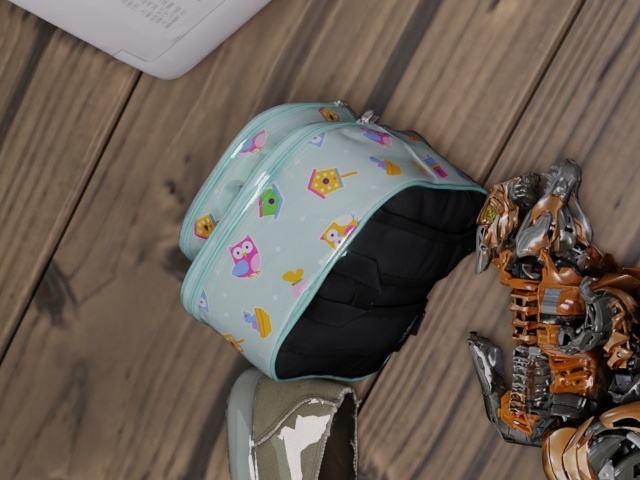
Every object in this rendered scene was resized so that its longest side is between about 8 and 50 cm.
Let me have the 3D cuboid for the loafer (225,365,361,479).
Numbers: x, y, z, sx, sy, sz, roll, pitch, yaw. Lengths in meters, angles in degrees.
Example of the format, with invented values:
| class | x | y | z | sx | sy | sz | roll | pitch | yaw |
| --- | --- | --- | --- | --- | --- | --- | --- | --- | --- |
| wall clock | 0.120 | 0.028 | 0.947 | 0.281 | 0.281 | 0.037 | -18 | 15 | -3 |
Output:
| class | x | y | z | sx | sy | sz | roll | pitch | yaw |
| --- | --- | --- | --- | --- | --- | --- | --- | --- | --- |
| loafer | -0.003 | 0.204 | 0.966 | 0.087 | 0.094 | 0.251 | -8 | 91 | 23 |

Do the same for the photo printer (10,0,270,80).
| class | x | y | z | sx | sy | sz | roll | pitch | yaw |
| --- | --- | --- | --- | --- | --- | --- | --- | --- | --- |
| photo printer | -0.064 | -0.249 | 0.878 | 0.307 | 0.256 | 0.107 | -38 | 61 | 18 |

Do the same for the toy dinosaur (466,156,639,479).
| class | x | y | z | sx | sy | sz | roll | pitch | yaw |
| --- | --- | --- | --- | --- | --- | --- | --- | --- | --- |
| toy dinosaur | 0.204 | 0.103 | 0.887 | 0.218 | 0.164 | 0.322 | -22 | 105 | 33 |

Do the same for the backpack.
| class | x | y | z | sx | sy | sz | roll | pitch | yaw |
| --- | --- | --- | --- | --- | --- | --- | --- | --- | --- |
| backpack | 0.000 | 0.000 | 0.902 | 0.144 | 0.188 | 0.166 | 39 | 105 | 13 |
